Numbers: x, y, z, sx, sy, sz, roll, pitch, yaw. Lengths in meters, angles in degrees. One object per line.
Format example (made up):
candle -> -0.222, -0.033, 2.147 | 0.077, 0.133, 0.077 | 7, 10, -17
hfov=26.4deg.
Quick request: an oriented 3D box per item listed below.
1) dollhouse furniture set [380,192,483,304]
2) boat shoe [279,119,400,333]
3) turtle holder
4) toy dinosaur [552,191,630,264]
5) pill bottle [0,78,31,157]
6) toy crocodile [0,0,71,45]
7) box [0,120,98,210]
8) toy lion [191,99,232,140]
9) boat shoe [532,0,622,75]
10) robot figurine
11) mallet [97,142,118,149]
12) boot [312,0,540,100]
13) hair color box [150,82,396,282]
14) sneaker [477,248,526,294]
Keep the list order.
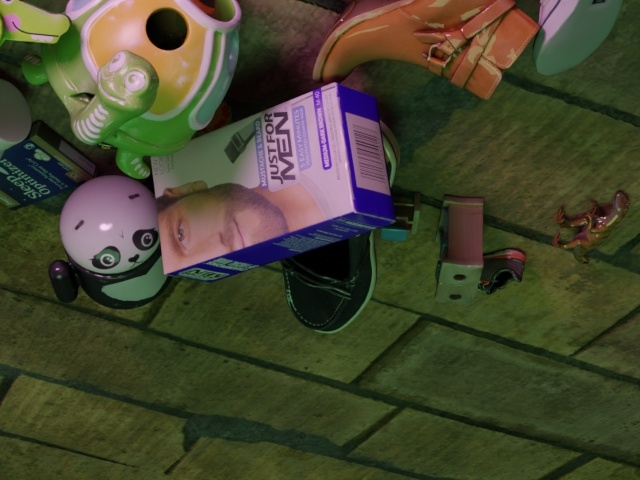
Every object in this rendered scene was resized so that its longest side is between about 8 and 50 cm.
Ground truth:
dollhouse furniture set -> 0.163, 0.013, 2.200 | 0.183, 0.129, 0.129 | 4, 148, 0
boat shoe -> 0.000, 0.000, 2.131 | 0.186, 0.156, 0.500 | 35, 147, 14
turtle holder -> -0.233, -0.239, 1.728 | 0.227, 0.243, 0.320 | -41, 166, 25
toy dinosaur -> 0.427, -0.002, 2.201 | 0.112, 0.064, 0.211 | 12, 147, -12
pill bottle -> -0.546, -0.156, 2.041 | 0.229, 0.131, 0.131 | -20, 140, 34
toy crocodile -> -0.464, -0.278, 1.611 | 0.340, 0.105, 0.115 | 5, -170, -4
box -> -0.486, -0.111, 2.194 | 0.225, 0.037, 0.136 | -16, 142, 32
toy lion -> -0.181, -0.172, 1.998 | 0.096, 0.100, 0.034 | 17, 149, 17
boat shoe -> 0.317, -0.319, 1.695 | 0.096, 0.088, 0.268 | -12, 148, -16
robot figurine -> -0.324, 0.010, 2.211 | 0.173, 0.209, 0.278 | 13, 156, 6
mallet -> -0.251, -0.143, 2.113 | 0.189, 0.039, 0.062 | 12, 147, -3
boot -> 0.132, -0.252, 1.772 | 0.220, 0.109, 0.283 | 34, 129, -6
hair color box -> -0.072, -0.073, 1.896 | 0.338, 0.185, 0.110 | -19, 162, 34
sneaker -> 0.273, 0.062, 2.320 | 0.157, 0.065, 0.061 | -17, 141, 30
